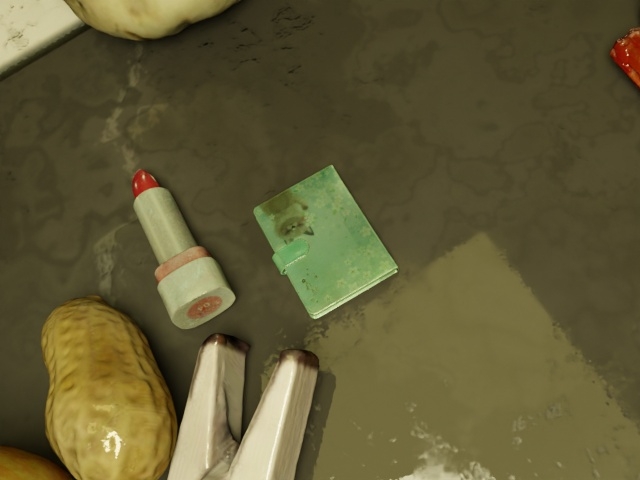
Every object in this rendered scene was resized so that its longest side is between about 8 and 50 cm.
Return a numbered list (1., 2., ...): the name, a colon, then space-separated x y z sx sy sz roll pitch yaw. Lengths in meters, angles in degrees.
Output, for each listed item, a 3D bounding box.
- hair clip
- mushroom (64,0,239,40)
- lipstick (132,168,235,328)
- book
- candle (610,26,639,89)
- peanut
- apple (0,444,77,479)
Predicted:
1. hair clip: -0.082 0.246 0.522 0.101 0.085 0.331 8 76 16
2. mushroom: -0.209 -0.396 0.663 0.314 0.336 0.314 -1 76 5
3. lipstick: -0.153 -0.003 0.651 0.063 0.057 0.186 -30 61 -2
4. book: 0.000 0.000 0.638 0.103 0.017 0.135 -29 66 -2
5. candle: 0.336 -0.134 0.612 0.048 0.053 0.162 -29 69 4
6. peanut: -0.196 0.128 0.558 0.108 0.095 0.226 -51 43 10
7. apple: -0.287 0.285 0.456 0.264 0.264 0.264 -4 68 9
